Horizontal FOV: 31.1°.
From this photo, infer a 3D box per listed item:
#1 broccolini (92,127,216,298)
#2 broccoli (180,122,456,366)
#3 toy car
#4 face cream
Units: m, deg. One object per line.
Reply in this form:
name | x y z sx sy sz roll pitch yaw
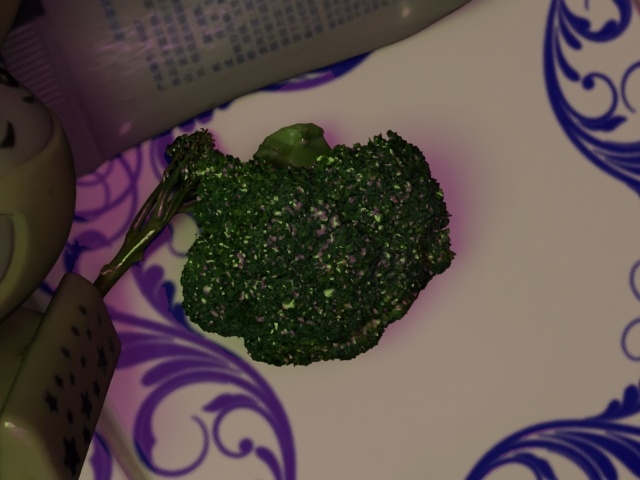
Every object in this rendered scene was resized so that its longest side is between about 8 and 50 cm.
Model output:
broccolini | -0.129 0.004 0.766 0.054 0.052 0.194 42 81 -1
broccoli | 0.000 0.000 0.736 0.195 0.195 0.156 7 48 -10
toy car | -0.218 -0.038 0.599 0.226 0.242 0.336 9 119 -2
face cream | -0.013 -0.208 0.749 0.420 0.137 0.235 -23 127 -11
